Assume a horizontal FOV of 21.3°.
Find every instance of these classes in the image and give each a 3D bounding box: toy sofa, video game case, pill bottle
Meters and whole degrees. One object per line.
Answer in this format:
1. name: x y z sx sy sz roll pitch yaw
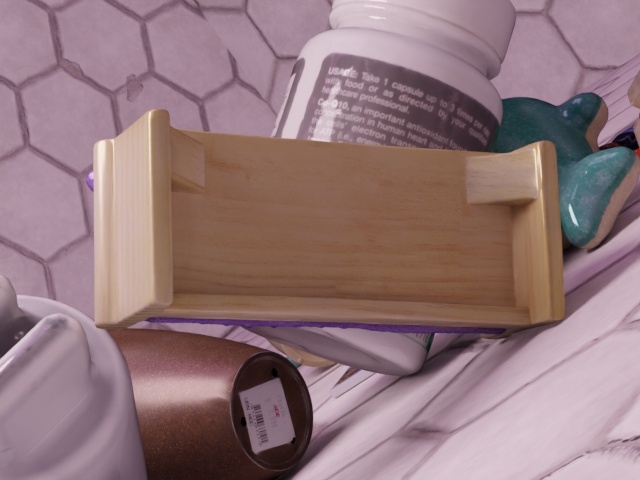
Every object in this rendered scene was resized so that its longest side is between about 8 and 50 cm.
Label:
1. toy sofa: 0.000 0.000 1.346 0.363 0.150 0.177 3 -12 -25
2. video game case: 0.060 0.125 1.815 0.087 0.011 0.122 -34 2 20
3. pill bottle: 0.051 -0.072 1.593 0.204 0.204 0.361 153 136 -76

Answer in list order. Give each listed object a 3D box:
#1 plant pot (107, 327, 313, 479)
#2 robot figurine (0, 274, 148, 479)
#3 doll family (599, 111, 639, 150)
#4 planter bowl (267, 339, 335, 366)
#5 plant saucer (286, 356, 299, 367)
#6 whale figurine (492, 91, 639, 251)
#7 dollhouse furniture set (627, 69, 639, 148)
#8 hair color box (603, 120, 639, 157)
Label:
1. plant pot: -0.126 0.172 1.562 0.230 0.215 0.215 -14 16 40
2. robot figurine: -0.241 0.183 1.360 0.200 0.300 0.353 -43 -30 -30
3. doll family: 0.360 -0.117 1.709 0.111 0.076 0.193 -44 2 -43
4. planter bowl: -0.006 0.085 2.070 0.162 0.162 0.109 -35 28 16
5. plant saucer: -0.081 0.198 2.320 0.192 0.018 0.067 -35 2 -18
6. whale figurine: 0.204 -0.060 1.663 0.216 0.141 0.272 -60 17 -3
7. dollhouse furniture set: 0.398 -0.168 1.333 0.355 0.174 0.303 -83 18 -65
8. hair color box: 0.373 -0.120 1.864 0.141 0.043 0.072 -35 2 44
